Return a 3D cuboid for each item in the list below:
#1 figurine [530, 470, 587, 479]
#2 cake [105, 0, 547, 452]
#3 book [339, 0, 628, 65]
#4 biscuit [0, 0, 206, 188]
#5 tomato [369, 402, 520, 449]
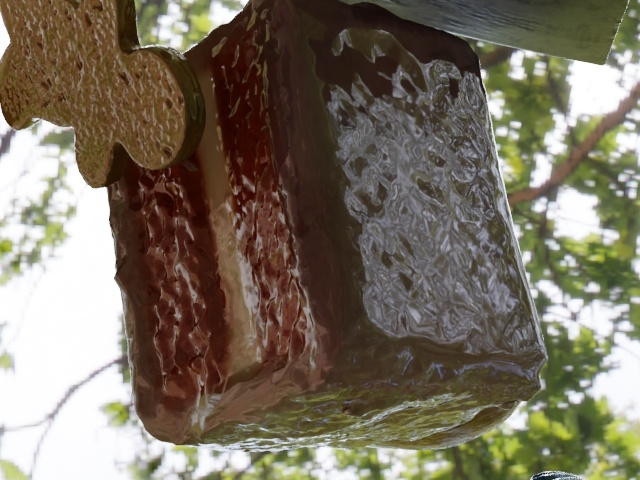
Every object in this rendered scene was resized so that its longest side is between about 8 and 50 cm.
[{"bbox_3d":[0.233,0.262,1.246,0.079,0.114,0.114,-47,-123,35],"label":"figurine"},{"bbox_3d":[0.000,0.000,0.967,0.237,0.230,0.309,-30,-121,42],"label":"cake"},{"bbox_3d":[0.127,-0.251,1.041,0.269,0.389,0.032,14,-105,8],"label":"book"},{"bbox_3d":[-0.159,-0.119,0.935,0.240,0.035,0.158,29,-57,38],"label":"biscuit"},{"bbox_3d":[0.076,0.101,1.381,0.298,0.226,0.299,29,-47,36],"label":"tomato"}]
